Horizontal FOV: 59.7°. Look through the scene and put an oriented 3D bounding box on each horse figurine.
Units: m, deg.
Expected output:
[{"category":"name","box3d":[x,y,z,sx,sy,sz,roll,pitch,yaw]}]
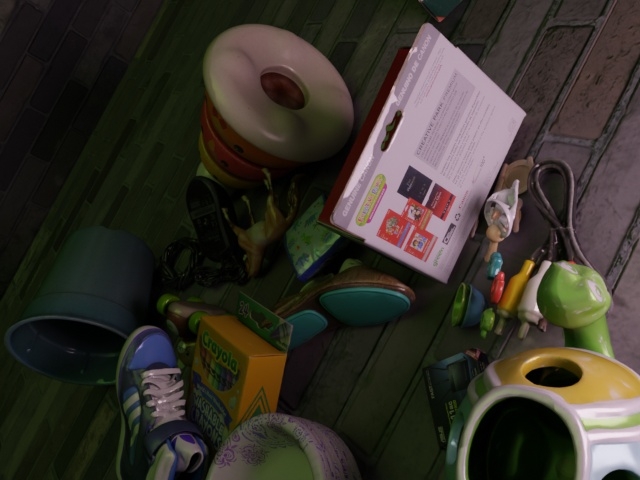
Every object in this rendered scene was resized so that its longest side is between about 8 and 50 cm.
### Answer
[{"category":"horse figurine","box3d":[-0.121,-0.042,1.208,0.263,0.066,0.174,-35,70,38]}]

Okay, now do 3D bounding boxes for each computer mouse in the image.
[{"category":"computer mouse","box3d":[-0.251,-0.025,1.358,0.189,0.072,0.272,-8,96,41]}]

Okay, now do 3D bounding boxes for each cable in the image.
[{"category":"cable","box3d":[-0.386,0.061,1.532,0.185,0.047,0.150,8,78,46]},{"category":"cable","box3d":[0.326,0.004,0.764,0.140,0.072,0.287,-3,67,44]}]

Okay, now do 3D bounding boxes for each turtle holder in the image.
[{"category":"turtle holder","box3d":[0.262,0.208,0.575,0.320,0.227,0.243,-55,45,6]}]

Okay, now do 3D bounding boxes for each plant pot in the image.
[{"category":"plant pot","box3d":[-0.605,0.163,1.503,0.341,0.341,0.334,-32,38,31]}]

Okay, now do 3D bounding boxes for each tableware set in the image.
[{"category":"tableware set","box3d":[0.271,-0.066,0.909,0.169,0.020,0.141,-5,64,46]}]

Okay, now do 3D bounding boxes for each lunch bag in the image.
[{"category":"lunch bag","box3d":[0.000,0.000,1.088,0.129,0.096,0.151,-47,19,17]}]

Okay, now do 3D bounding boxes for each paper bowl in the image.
[{"category":"paper bowl","box3d":[-0.049,0.421,0.858,0.284,0.148,0.284,-25,50,35]}]

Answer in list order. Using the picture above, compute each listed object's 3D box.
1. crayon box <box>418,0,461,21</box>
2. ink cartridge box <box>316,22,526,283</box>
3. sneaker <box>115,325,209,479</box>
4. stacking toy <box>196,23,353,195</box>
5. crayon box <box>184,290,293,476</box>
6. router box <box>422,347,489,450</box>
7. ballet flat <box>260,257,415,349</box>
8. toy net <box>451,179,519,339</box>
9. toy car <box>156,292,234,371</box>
[{"category":"crayon box","box3d":[0.309,-0.637,1.165,0.318,0.081,0.202,-42,43,22]},{"category":"ink cartridge box","box3d":[0.138,-0.128,0.860,0.130,0.272,0.309,25,89,52]},{"category":"sneaker","box3d":[-0.273,0.322,1.025,0.236,0.130,0.322,-6,78,44]},{"category":"stacking toy","box3d":[-0.175,-0.231,1.336,0.480,0.351,0.350,-43,39,49]},{"category":"crayon box","box3d":[-0.167,0.277,1.048,0.203,0.083,0.322,22,103,51]},{"category":"router box","box3d":[0.202,0.225,0.792,0.092,0.038,0.122,-33,47,31]},{"category":"ballet flat","box3d":[0.027,0.104,1.020,0.342,0.116,0.124,-29,31,39]},{"category":"toy net","box3d":[0.241,0.020,0.805,0.045,0.122,0.232,14,91,8]},{"category":"toy car","box3d":[-0.293,0.233,1.257,0.155,0.149,0.188,17,92,40]}]
